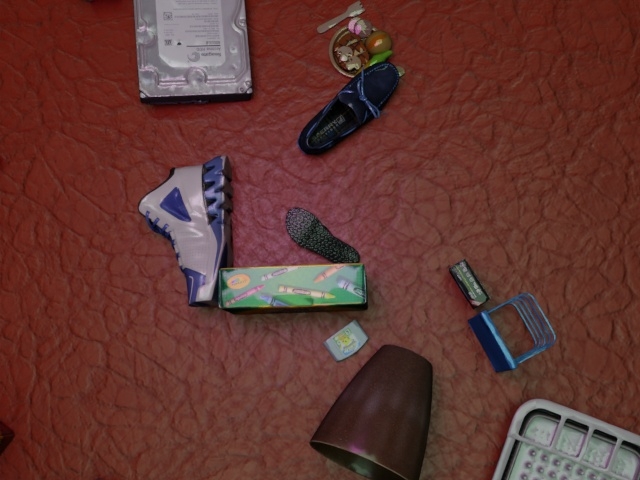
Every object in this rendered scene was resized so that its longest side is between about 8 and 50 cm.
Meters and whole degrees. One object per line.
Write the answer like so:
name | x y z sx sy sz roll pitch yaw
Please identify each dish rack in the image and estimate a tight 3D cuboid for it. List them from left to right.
dish rack | 0.461 0.494 1.672 0.286 0.072 0.332 21 83 6

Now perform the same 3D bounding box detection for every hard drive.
hard drive | -0.273 -0.458 1.844 0.237 0.064 0.338 -3 83 -9

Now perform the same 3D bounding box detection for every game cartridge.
game cartridge | 0.054 0.204 1.771 0.083 0.017 0.056 -37 85 -2

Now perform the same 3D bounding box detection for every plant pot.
plant pot | 0.123 0.323 1.667 0.215 0.215 0.230 23 70 7

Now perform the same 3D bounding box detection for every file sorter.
file sorter | 0.365 0.174 1.679 0.105 0.170 0.118 -28 81 -3

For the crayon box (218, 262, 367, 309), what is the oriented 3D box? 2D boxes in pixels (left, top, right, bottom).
crayon box | -0.048 0.097 1.718 0.279 0.165 0.081 -2 81 4

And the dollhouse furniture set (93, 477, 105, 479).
dollhouse furniture set | -0.417 0.574 1.686 0.129 0.129 0.183 17 83 6

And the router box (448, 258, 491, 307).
router box | 0.291 0.086 1.720 0.038 0.122 0.092 -32 80 4

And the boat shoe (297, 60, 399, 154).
boat shoe | 0.068 -0.262 1.797 0.109 0.089 0.258 42 91 -10

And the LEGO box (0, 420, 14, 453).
LEGO box | -0.836 0.324 1.564 0.373 0.500 0.193 35 84 8

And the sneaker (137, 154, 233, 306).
sneaker | -0.275 -0.017 1.782 0.182 0.127 0.315 -2 74 7

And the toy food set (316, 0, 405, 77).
toy food set | 0.082 -0.407 1.851 0.132 0.038 0.192 -32 81 -1

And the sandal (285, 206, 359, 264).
sandal | 0.000 0.000 1.799 0.179 0.040 0.067 37 91 -6
